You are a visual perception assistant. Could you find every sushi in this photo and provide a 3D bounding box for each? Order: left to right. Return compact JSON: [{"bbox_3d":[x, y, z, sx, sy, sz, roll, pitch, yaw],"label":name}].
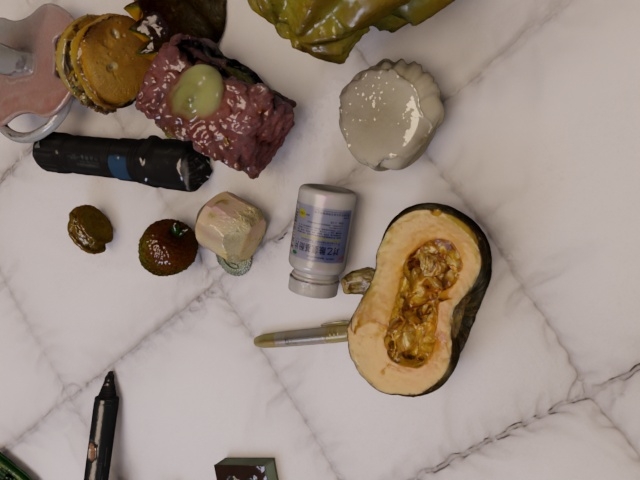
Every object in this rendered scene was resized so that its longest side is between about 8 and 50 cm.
[{"bbox_3d":[-0.176,-0.233,1.259,0.270,0.236,0.171,37,101,16],"label":"sushi"}]

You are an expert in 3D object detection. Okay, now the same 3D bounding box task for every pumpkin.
[{"bbox_3d":[-0.262,-0.415,1.334,0.149,0.130,0.254,-20,86,28],"label":"pumpkin"},{"bbox_3d":[0.144,0.086,1.183,0.222,0.139,0.317,22,107,21],"label":"pumpkin"}]

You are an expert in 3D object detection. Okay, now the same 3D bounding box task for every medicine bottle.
[{"bbox_3d":[0.000,0.000,1.266,0.103,0.103,0.186,15,103,25],"label":"medicine bottle"}]

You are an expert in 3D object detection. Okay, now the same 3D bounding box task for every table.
[{"bbox_3d":[-0.144,0.555,1.410,0.122,0.111,0.240,-10,92,27],"label":"table"}]

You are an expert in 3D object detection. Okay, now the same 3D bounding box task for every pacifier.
[{"bbox_3d":[-0.625,-0.360,1.485,0.332,0.220,0.273,-4,140,26],"label":"pacifier"}]

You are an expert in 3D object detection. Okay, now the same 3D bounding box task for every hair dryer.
[{"bbox_3d":[-0.486,0.456,1.554,0.107,0.189,0.352,2,84,26],"label":"hair dryer"}]

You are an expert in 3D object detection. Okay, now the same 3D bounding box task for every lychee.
[{"bbox_3d":[-0.296,0.013,1.416,0.114,0.114,0.146,53,128,12],"label":"lychee"}]

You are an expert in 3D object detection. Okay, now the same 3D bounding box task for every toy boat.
[{"bbox_3d":[-0.739,0.591,1.757,0.210,0.052,0.104,29,106,22],"label":"toy boat"}]

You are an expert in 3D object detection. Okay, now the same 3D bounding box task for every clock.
[{"bbox_3d":[-0.168,0.031,1.410,0.083,0.010,0.074,45,113,15],"label":"clock"}]

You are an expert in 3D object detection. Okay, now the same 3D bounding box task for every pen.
[{"bbox_3d":[-0.025,0.173,1.344,0.233,0.032,0.040,-8,69,29],"label":"pen"}]

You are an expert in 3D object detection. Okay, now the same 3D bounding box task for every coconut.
[{"bbox_3d":[-0.173,-0.029,1.348,0.122,0.116,0.116,27,108,17],"label":"coconut"}]

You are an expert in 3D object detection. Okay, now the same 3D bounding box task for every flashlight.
[{"bbox_3d":[-0.412,-0.163,1.471,0.424,0.103,0.103,8,100,28],"label":"flashlight"}]

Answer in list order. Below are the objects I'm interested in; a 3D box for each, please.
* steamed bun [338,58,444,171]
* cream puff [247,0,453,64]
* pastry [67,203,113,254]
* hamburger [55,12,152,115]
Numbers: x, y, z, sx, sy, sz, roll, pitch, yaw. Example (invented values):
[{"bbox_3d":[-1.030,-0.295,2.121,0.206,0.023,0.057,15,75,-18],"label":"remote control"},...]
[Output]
[{"bbox_3d":[0.117,-0.204,1.179,0.183,0.106,0.182,3,96,30],"label":"steamed bun"},{"bbox_3d":[0.054,-0.396,1.042,0.378,0.378,0.275,4,92,27],"label":"cream puff"},{"bbox_3d":[-0.479,-0.023,1.517,0.057,0.097,0.109,-37,112,16],"label":"pastry"},{"bbox_3d":[-0.414,-0.337,1.401,0.118,0.182,0.191,13,111,42],"label":"hamburger"}]
